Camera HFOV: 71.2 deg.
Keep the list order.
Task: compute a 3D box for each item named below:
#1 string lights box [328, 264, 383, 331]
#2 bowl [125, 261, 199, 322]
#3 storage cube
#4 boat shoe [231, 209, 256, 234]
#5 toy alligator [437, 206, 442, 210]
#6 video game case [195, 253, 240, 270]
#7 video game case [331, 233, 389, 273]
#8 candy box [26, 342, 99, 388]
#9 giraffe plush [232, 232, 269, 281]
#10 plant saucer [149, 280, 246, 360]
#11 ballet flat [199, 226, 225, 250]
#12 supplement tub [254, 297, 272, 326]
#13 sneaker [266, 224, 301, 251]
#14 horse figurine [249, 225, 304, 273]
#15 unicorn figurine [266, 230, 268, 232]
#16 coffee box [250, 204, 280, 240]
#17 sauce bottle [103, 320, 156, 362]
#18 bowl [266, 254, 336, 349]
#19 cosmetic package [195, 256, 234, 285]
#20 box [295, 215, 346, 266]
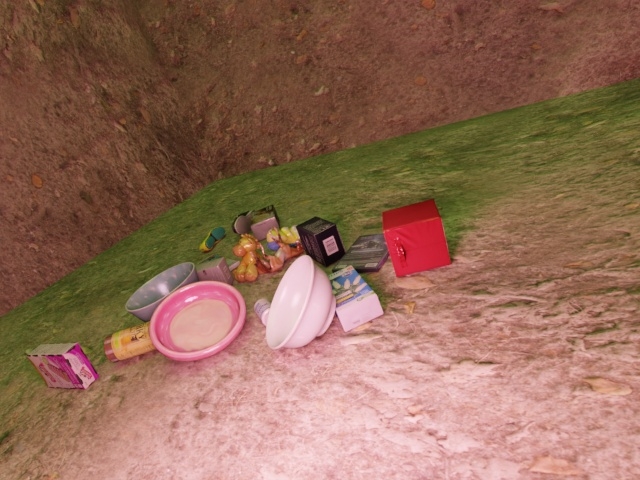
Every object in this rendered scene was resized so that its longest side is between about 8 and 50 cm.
[{"bbox_3d":[0.092,0.182,1.458,0.133,0.077,0.260,-25,21,-6],"label":"string lights box"},{"bbox_3d":[-0.606,0.243,1.809,0.311,0.163,0.312,-23,22,10],"label":"bowl"},{"bbox_3d":[0.331,-0.010,1.555,0.192,0.184,0.215,-15,22,12],"label":"storage cube"},{"bbox_3d":[-0.454,-0.097,2.591,0.091,0.115,0.302,-13,11,17],"label":"boat shoe"},{"bbox_3d":[0.422,-0.085,1.837,0.189,0.056,0.052,-20,63,0],"label":"toy alligator"},{"bbox_3d":[-0.543,0.142,2.204,0.204,0.025,0.285,-35,26,-30],"label":"video game case"},{"bbox_3d":[0.187,0.048,1.764,0.195,0.026,0.274,-6,25,34],"label":"video game case"},{"bbox_3d":[-0.943,0.459,1.633,0.233,0.159,0.071,-9,23,30],"label":"candy box"},{"bbox_3d":[-0.318,0.063,1.987,0.181,0.171,0.210,-4,27,37],"label":"giraffe plush"},{"bbox_3d":[-0.418,0.285,1.553,0.331,0.084,0.332,-4,41,3],"label":"plant saucer"},{"bbox_3d":[-0.632,-0.006,2.583,0.077,0.077,0.231,-29,18,27],"label":"ballet flat"},{"bbox_3d":[-0.185,0.251,1.557,0.070,0.071,0.107,-28,23,-17],"label":"supplement tub"},{"bbox_3d":[-0.150,-0.003,2.105,0.239,0.126,0.091,1,47,-29],"label":"sneaker"},{"bbox_3d":[-0.195,0.057,1.945,0.066,0.174,0.263,-25,21,49],"label":"horse figurine"},{"bbox_3d":[-0.205,0.000,2.204,0.161,0.060,0.111,2,26,12],"label":"unicorn figurine"},{"bbox_3d":[-0.302,-0.100,2.456,0.141,0.098,0.246,-20,22,1],"label":"coffee box"},{"bbox_3d":[-0.620,0.351,1.662,0.343,0.112,0.111,-19,21,-1],"label":"sauce bottle"},{"bbox_3d":[-0.045,0.206,1.373,0.298,0.134,0.298,-51,25,35],"label":"bowl"},{"bbox_3d":[-0.519,0.172,1.975,0.237,0.127,0.107,-18,20,11],"label":"cosmetic package"},{"bbox_3d":[0.000,0.000,1.872,0.108,0.153,0.207,-27,23,-17],"label":"box"}]
